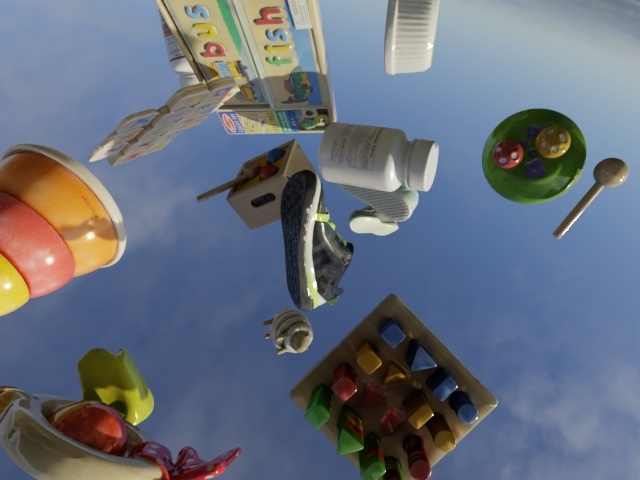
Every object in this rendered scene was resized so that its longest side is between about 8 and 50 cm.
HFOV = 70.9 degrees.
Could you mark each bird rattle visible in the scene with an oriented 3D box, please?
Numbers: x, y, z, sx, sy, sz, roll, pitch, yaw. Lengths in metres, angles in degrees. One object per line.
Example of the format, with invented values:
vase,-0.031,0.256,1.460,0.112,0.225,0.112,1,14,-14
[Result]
bird rattle,-0.219,0.223,0.462,0.253,0.143,0.207,28,171,35

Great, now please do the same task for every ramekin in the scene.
ramekin,0.219,-0.503,1.071,0.108,0.207,0.207,7,-150,13

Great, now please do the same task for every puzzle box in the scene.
puzzle box,-0.121,-0.350,0.899,0.271,0.409,0.052,2,-111,9

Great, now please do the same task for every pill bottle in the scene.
pill bottle,0.122,-0.172,0.947,0.229,0.131,0.131,13,-152,23
pill bottle,-0.358,-0.528,1.227,0.121,0.216,0.121,-8,-166,2

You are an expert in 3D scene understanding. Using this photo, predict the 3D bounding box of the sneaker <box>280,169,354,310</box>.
sneaker,0.000,0.000,0.661,0.097,0.235,0.084,-13,-143,-20

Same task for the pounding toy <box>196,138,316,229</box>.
pounding toy,-0.099,-0.091,0.729,0.141,0.100,0.130,-19,-145,24

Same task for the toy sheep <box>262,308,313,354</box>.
toy sheep,-0.063,0.178,0.893,0.091,0.091,0.132,-3,-154,-31

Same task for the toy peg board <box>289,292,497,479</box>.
toy peg board,0.075,0.169,0.456,0.161,0.160,0.079,46,-177,3

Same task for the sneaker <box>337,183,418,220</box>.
sneaker,0.176,-0.214,1.535,0.366,0.135,0.150,42,-136,5

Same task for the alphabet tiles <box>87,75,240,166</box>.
alphabet tiles,-0.283,-0.218,0.843,0.021,0.284,0.278,59,-140,-10

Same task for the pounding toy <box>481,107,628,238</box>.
pounding toy,0.400,-0.143,0.810,0.237,0.183,0.110,48,-161,21

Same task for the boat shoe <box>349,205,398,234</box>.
boat shoe,0.202,-0.086,1.785,0.305,0.109,0.091,8,-121,-52

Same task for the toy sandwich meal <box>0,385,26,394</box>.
toy sandwich meal,-0.417,0.216,0.574,0.085,0.086,0.029,1,-136,-28

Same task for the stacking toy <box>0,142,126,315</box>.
stacking toy,-0.698,0.039,0.952,0.350,0.351,0.480,24,-138,7
